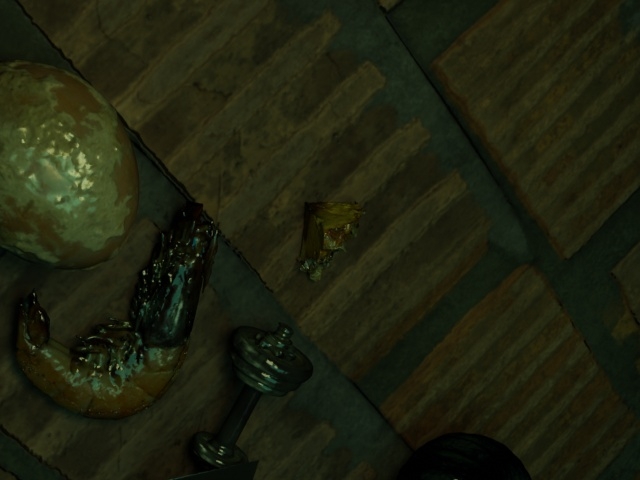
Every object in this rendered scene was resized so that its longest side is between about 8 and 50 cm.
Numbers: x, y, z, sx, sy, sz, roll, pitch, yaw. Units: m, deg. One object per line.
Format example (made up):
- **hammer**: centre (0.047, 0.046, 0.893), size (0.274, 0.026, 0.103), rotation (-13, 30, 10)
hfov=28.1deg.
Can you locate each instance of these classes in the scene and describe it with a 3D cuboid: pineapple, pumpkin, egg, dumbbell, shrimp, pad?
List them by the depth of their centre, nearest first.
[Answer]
- **egg**: centre (-0.285, -0.075, 1.323), size (0.195, 0.195, 0.233), rotation (-41, 110, -10)
- **shrimp**: centre (-0.236, 0.072, 1.480), size (0.222, 0.054, 0.290), rotation (20, 101, -32)
- **dumbbell**: centre (-0.099, 0.215, 1.583), size (0.110, 0.110, 0.255), rotation (22, 102, -33)
- **pineapple**: centre (0.000, 0.000, 1.588), size (0.077, 0.114, 0.114), rotation (26, 114, 3)
- **pad**: centre (-0.152, 0.341, 1.601), size (0.127, 0.004, 0.190), rotation (-9, 139, -25)
- **pumpkin**: centre (0.219, 0.387, 1.720), size (0.248, 0.248, 0.248), rotation (-10, 112, -26)
